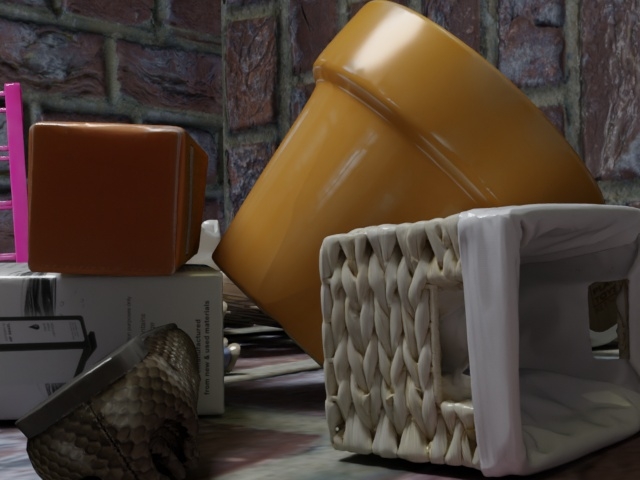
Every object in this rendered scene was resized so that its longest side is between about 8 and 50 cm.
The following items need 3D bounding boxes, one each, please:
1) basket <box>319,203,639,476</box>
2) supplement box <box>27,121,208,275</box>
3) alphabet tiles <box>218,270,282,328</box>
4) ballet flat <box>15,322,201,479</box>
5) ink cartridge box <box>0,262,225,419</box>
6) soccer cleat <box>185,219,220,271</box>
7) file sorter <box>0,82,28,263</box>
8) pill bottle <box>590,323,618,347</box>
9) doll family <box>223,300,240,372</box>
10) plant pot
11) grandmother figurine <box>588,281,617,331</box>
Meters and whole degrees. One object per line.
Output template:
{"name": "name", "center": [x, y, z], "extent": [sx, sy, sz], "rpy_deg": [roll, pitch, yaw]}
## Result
{"name": "basket", "center": [0.084, 0.042, 0.533], "extent": [0.103, 0.113, 0.167], "rpy_deg": [-3, -1, 35]}
{"name": "supplement box", "center": [-0.110, -0.023, 0.648], "extent": [0.078, 0.080, 0.233], "rpy_deg": [2, 3, -3]}
{"name": "alphabet tiles", "center": [-0.103, 0.062, 1.049], "extent": [0.278, 0.021, 0.284], "rpy_deg": [12, -13, -30]}
{"name": "ballet flat", "center": [-0.081, 0.077, 0.485], "extent": [0.084, 0.058, 0.250], "rpy_deg": [-37, 1, -10]}
{"name": "ink cartridge box", "center": [-0.164, 0.057, 0.675], "extent": [0.203, 0.085, 0.148], "rpy_deg": [-1, 1, -8]}
{"name": "soccer cleat", "center": [-0.166, -0.004, 1.001], "extent": [0.068, 0.076, 0.196], "rpy_deg": [-4, -15, 39]}
{"name": "file sorter", "center": [-0.466, -0.041, 1.425], "extent": [0.182, 0.290, 0.202], "rpy_deg": [-4, 1, -14]}
{"name": "pill bottle", "center": [0.189, 0.032, 1.035], "extent": [0.121, 0.121, 0.221], "rpy_deg": [-1, 0, -21]}
{"name": "doll family", "center": [-0.142, 0.060, 0.849], "extent": [0.111, 0.076, 0.193], "rpy_deg": [21, -16, -31]}
{"name": "plant pot", "center": [0.041, -0.012, 0.706], "extent": [0.205, 0.188, 0.205], "rpy_deg": [43, -3, 3]}
{"name": "grandmother figurine", "center": [0.094, 0.002, 0.917], "extent": [0.208, 0.104, 0.342], "rpy_deg": [-24, 24, -26]}
